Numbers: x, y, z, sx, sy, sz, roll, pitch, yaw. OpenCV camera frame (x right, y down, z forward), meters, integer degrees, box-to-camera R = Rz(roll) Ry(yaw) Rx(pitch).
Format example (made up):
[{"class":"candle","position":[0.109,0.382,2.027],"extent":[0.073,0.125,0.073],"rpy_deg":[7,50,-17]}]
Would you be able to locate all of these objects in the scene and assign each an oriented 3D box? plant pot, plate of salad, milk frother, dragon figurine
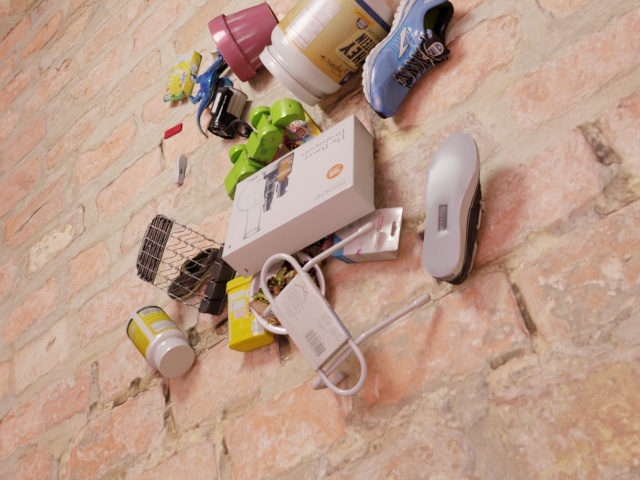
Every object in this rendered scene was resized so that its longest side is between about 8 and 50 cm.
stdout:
[{"class":"plant pot","position":[-0.200,-0.592,2.148],"extent":[0.180,0.201,0.201],"rpy_deg":[-28,51,10]},{"class":"plate of salad","position":[-0.084,0.117,1.706],"extent":[0.200,0.048,0.200],"rpy_deg":[-6,74,24]},{"class":"milk frother","position":[-0.243,-0.369,2.141],"extent":[0.143,0.129,0.134],"rpy_deg":[17,78,2]},{"class":"dragon figurine","position":[-0.329,-0.471,2.262],"extent":[0.144,0.085,0.289],"rpy_deg":[-18,57,35]}]

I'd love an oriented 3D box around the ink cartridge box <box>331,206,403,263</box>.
[{"class":"ink cartridge box","position":[0.119,-0.010,1.640],"extent":[0.181,0.061,0.104],"rpy_deg":[-6,67,40]}]

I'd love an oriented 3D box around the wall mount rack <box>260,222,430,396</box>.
[{"class":"wall mount rack","position":[0.041,0.138,1.546],"extent":[0.304,0.130,0.350],"rpy_deg":[-47,64,23]}]

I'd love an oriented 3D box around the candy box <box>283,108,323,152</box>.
[{"class":"candy box","position":[-0.055,-0.281,1.960],"extent":[0.105,0.027,0.206],"rpy_deg":[-46,46,12]}]

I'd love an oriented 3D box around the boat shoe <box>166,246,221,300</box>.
[{"class":"boat shoe","position":[-0.347,0.083,2.002],"extent":[0.223,0.073,0.080],"rpy_deg":[-34,48,23]}]

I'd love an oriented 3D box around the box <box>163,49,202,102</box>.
[{"class":"box","position":[-0.460,-0.538,2.447],"extent":[0.105,0.043,0.179],"rpy_deg":[-3,65,41]}]

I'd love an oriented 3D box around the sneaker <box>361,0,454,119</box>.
[{"class":"sneaker","position":[0.212,-0.438,1.729],"extent":[0.147,0.130,0.330],"rpy_deg":[18,81,48]}]

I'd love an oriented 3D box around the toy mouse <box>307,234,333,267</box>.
[{"class":"toy mouse","position":[0.000,0.000,1.741],"extent":[0.161,0.031,0.143],"rpy_deg":[162,119,-65]}]

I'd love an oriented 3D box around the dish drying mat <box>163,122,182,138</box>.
[{"class":"dish drying mat","position":[-0.479,-0.356,2.395],"extent":[0.083,0.008,0.032],"rpy_deg":[-19,56,35]}]

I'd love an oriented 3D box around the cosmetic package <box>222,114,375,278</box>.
[{"class":"cosmetic package","position":[-0.050,-0.105,1.750],"extent":[0.377,0.097,0.284],"rpy_deg":[-28,37,25]}]

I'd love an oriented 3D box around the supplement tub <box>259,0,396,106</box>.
[{"class":"supplement tub","position":[0.019,-0.520,1.872],"extent":[0.316,0.228,0.228],"rpy_deg":[-45,46,16]}]

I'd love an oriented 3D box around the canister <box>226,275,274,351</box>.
[{"class":"canister","position":[-0.171,0.175,1.799],"extent":[0.126,0.073,0.170],"rpy_deg":[-23,57,30]}]

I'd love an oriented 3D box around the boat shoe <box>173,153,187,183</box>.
[{"class":"boat shoe","position":[-0.438,-0.219,2.269],"extent":[0.035,0.035,0.100],"rpy_deg":[-11,69,35]}]

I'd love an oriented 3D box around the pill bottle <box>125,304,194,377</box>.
[{"class":"pill bottle","position":[-0.423,0.267,1.946],"extent":[0.208,0.119,0.119],"rpy_deg":[36,95,46]}]

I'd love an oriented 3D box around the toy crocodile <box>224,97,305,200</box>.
[{"class":"toy crocodile","position":[-0.161,-0.243,1.973],"extent":[0.340,0.105,0.115],"rpy_deg":[-54,41,30]}]

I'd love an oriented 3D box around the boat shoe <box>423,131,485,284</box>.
[{"class":"boat shoe","position":[0.282,-0.062,1.493],"extent":[0.113,0.105,0.306],"rpy_deg":[-7,71,35]}]

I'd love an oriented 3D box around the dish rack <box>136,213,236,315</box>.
[{"class":"dish rack","position":[-0.354,0.057,1.927],"extent":[0.271,0.074,0.208],"rpy_deg":[24,99,22]}]
